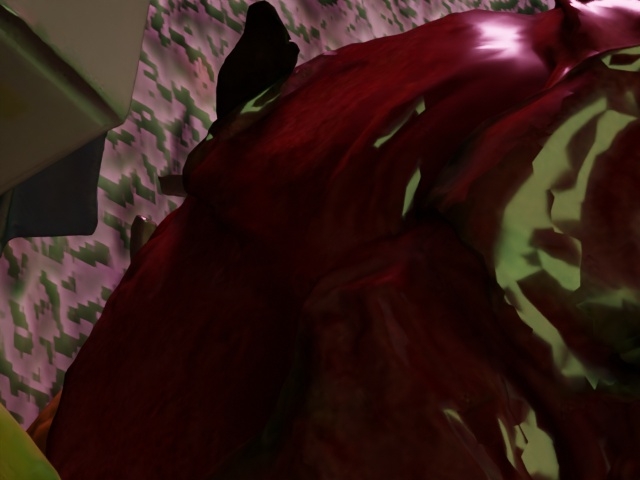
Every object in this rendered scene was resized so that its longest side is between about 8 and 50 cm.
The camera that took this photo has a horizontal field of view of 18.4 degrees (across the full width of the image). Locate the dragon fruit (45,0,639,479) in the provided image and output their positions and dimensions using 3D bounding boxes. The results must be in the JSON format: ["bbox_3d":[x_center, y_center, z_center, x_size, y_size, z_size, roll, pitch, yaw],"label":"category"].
[{"bbox_3d":[0.043,0.077,0.466,0.244,0.299,0.244,30,22,-14],"label":"dragon fruit"}]

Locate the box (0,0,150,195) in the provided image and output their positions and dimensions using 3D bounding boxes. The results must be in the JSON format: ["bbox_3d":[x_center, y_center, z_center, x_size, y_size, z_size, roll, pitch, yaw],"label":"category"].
[{"bbox_3d":[-0.137,-0.044,0.444,0.067,0.243,0.155,39,37,-33],"label":"box"}]

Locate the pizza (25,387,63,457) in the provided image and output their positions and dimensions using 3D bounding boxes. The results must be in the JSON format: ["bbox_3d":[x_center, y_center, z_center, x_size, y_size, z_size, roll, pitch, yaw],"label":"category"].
[{"bbox_3d":[0.027,0.085,0.660,0.335,0.086,0.226,-22,124,-29],"label":"pizza"}]

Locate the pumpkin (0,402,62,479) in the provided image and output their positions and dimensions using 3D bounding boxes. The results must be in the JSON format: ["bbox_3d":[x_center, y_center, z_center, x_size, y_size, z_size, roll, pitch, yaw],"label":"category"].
[{"bbox_3d":[-0.188,0.140,0.299,0.332,0.199,0.332,25,53,-39],"label":"pumpkin"}]

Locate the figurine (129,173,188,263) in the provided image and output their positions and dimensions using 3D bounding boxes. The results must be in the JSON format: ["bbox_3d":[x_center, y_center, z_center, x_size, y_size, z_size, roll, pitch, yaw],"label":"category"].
[{"bbox_3d":[0.000,0.000,0.727,0.153,0.132,0.132,-15,77,-45],"label":"figurine"}]

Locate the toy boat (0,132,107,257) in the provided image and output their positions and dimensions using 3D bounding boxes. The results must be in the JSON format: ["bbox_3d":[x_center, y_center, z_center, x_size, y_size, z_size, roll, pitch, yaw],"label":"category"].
[{"bbox_3d":[-0.113,-0.108,0.675,0.098,0.109,0.238,9,50,-9],"label":"toy boat"}]
